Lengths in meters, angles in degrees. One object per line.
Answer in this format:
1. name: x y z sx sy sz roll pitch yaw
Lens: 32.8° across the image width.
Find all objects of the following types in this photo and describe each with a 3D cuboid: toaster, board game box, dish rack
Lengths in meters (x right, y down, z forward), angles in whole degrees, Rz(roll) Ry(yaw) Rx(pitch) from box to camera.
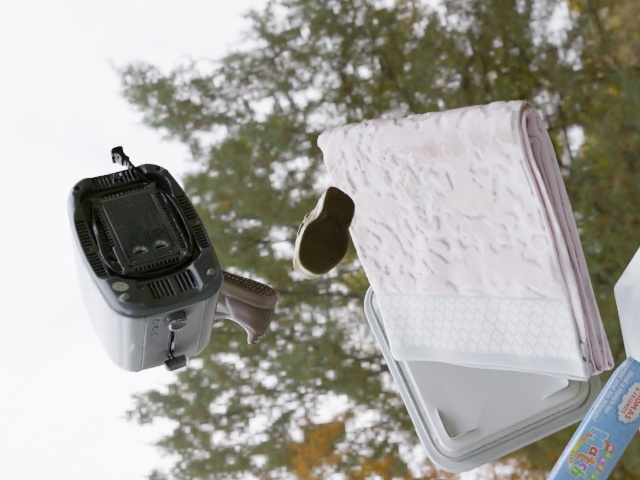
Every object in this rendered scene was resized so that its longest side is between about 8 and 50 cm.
1. toaster: -0.190 0.028 1.138 0.129 0.146 0.227 -16 -126 -23
2. board game box: 0.221 0.175 0.891 0.160 0.039 0.211 -58 -17 0
3. dish rack: 0.236 0.155 1.650 0.333 0.285 0.072 66 -172 18

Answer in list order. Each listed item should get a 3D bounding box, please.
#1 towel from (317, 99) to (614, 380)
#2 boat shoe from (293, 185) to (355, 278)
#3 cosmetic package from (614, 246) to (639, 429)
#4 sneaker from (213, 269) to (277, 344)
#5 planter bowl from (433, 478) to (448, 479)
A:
1. towel: 0.152 0.005 1.242 0.053 0.332 0.317 -30 -72 -35
2. boat shoe: 0.000 0.000 1.091 0.050 0.045 0.135 36 -143 -6
3. cosmetic package: 0.398 0.077 1.026 0.377 0.097 0.284 100 173 -58
4. sneaker: -0.143 0.065 1.297 0.066 0.188 0.071 -13 -59 -62
5. planter bowl: 0.098 0.269 0.902 0.162 0.162 0.109 23 -154 -55
